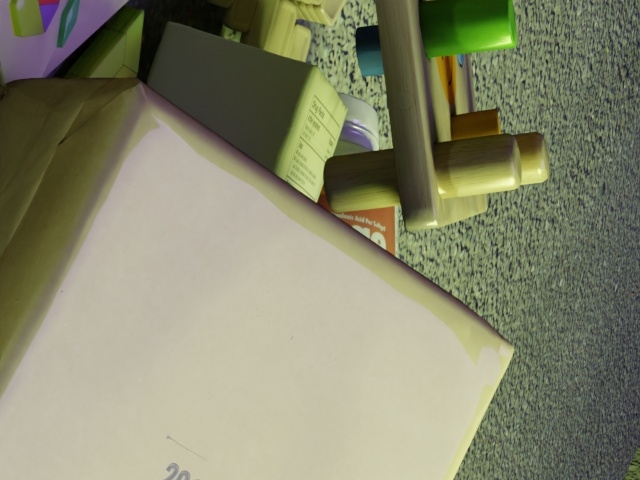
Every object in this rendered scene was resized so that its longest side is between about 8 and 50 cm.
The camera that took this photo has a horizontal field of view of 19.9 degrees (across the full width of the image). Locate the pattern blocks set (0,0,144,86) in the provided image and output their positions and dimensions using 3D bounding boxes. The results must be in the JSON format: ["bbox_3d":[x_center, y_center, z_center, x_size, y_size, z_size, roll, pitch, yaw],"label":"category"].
[{"bbox_3d":[-0.150,-0.183,1.074,0.325,0.026,0.285,-59,155,-25],"label":"pattern blocks set"}]

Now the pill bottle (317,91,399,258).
[{"bbox_3d":[0.000,0.000,1.405,0.121,0.121,0.216,60,27,-62],"label":"pill bottle"}]

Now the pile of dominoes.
[{"bbox_3d":[-0.042,-0.241,1.332,0.196,0.040,0.251,-65,149,-18],"label":"pile of dominoes"}]

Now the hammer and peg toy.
[{"bbox_3d":[0.069,-0.192,1.236,0.266,0.127,0.361,-12,95,-77],"label":"hammer and peg toy"}]

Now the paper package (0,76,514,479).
[{"bbox_3d":[-0.096,0.106,1.049,0.325,0.168,0.309,34,79,-35],"label":"paper package"}]

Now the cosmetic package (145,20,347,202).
[{"bbox_3d":[-0.089,0.024,1.254,0.160,0.113,0.309,41,66,-79],"label":"cosmetic package"}]
